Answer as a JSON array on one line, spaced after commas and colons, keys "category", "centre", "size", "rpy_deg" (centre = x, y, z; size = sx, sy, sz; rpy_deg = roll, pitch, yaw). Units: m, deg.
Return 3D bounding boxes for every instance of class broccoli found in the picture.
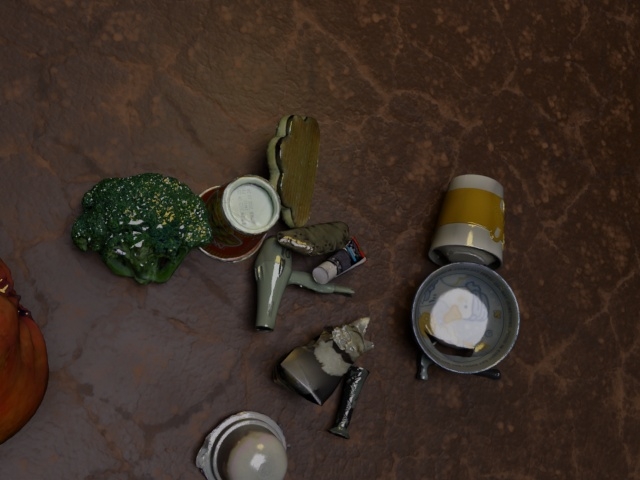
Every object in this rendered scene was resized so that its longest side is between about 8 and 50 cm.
[{"category": "broccoli", "centre": [-0.375, -0.028, 1.540], "size": [0.295, 0.245, 0.265], "rpy_deg": [19, 33, 3]}]

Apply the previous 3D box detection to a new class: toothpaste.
[{"category": "toothpaste", "centre": [0.053, 0.053, 1.752], "size": [0.193, 0.045, 0.071], "rpy_deg": [-33, 94, -52]}]

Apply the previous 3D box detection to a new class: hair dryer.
[{"category": "hair dryer", "centre": [-0.055, 0.139, 1.686], "size": [0.267, 0.092, 0.229], "rpy_deg": [36, 55, -15]}]

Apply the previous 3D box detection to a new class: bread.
[{"category": "bread", "centre": [-0.069, -0.180, 1.709], "size": [0.207, 0.056, 0.286], "rpy_deg": [40, 54, -57]}]

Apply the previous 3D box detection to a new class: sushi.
[{"category": "sushi", "centre": [0.008, 0.268, 1.699], "size": [0.134, 0.109, 0.273], "rpy_deg": [50, 52, -2]}]

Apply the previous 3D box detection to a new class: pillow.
[{"category": "pillow", "centre": [0.000, 0.001, 1.717], "size": [0.241, 0.051, 0.093], "rpy_deg": [-9, 46, -46]}]

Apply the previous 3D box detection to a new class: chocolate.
[{"category": "chocolate", "centre": [-0.151, 0.473, 1.562], "size": [0.222, 0.147, 0.221], "rpy_deg": [3, 80, -17]}]

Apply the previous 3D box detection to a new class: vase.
[{"category": "vase", "centre": [0.066, 0.382, 1.713], "size": [0.059, 0.059, 0.166], "rpy_deg": [23, 72, -16]}]

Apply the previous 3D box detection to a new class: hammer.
[{"category": "hammer", "centre": [0.360, 0.321, 1.860], "size": [0.247, 0.029, 0.102], "rpy_deg": [12, 76, -21]}]

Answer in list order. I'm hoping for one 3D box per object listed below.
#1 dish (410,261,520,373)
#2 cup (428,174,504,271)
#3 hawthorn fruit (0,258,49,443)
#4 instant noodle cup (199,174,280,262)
[{"category": "dish", "centre": [0.347, 0.197, 1.820], "size": [0.274, 0.134, 0.273], "rpy_deg": [1, 80, -6]}, {"category": "cup", "centre": [0.399, -0.028, 1.880], "size": [0.241, 0.186, 0.226], "rpy_deg": [38, 58, -48]}, {"category": "hawthorn fruit", "centre": [-0.722, 0.184, 1.241], "size": [0.472, 0.472, 0.471], "rpy_deg": [4, 78, -21]}, {"category": "instant noodle cup", "centre": [-0.180, -0.057, 1.614], "size": [0.193, 0.212, 0.193], "rpy_deg": [4, 79, -22]}]
